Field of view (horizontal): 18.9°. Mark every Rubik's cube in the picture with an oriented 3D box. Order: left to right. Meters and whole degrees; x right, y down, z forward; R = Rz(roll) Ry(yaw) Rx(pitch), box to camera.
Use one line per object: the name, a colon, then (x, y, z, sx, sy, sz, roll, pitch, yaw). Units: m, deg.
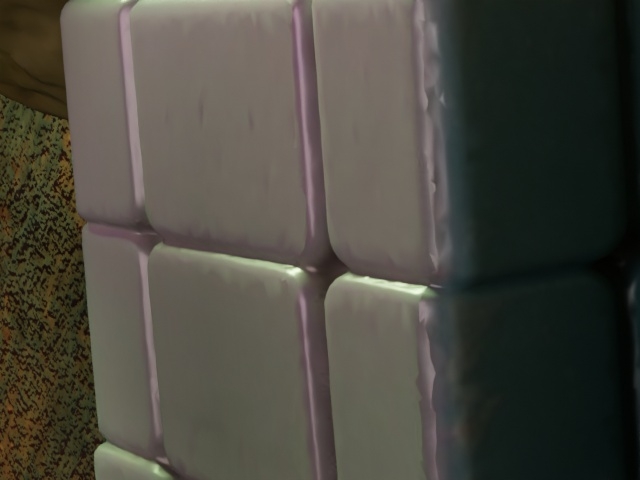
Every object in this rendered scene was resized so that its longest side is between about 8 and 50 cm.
Rubik's cube: (0.100, 0.035, 0.823, 0.319, 0.322, 0.315, 8, 102, 59)

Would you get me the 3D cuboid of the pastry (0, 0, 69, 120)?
pastry: (-0.099, -0.244, 1.056, 0.313, 0.388, 0.388, 5, 100, 30)
